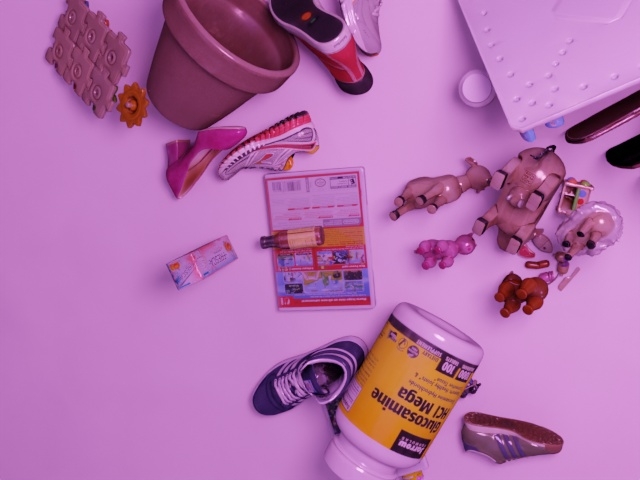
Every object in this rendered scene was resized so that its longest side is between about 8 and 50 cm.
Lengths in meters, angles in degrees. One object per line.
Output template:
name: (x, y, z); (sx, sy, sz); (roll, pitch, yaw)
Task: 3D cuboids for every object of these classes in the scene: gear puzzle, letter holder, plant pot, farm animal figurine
gear puzzle: (-0.427, -0.346, 1.430); (0.339, 0.044, 0.175); (45, 117, 26)
letter holder: (0.521, -0.153, 1.144); (0.215, 0.302, 0.152); (-27, 93, 18)
plant pot: (-0.205, -0.331, 1.347); (0.263, 0.263, 0.229); (47, 126, 2)
farm animal figurine: (0.322, -0.050, 1.279); (0.330, 0.172, 0.326); (45, 137, 10)

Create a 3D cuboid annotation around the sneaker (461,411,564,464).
sneaker: (0.371, 0.402, 1.420); (0.192, 0.064, 0.086); (11, 111, 12)

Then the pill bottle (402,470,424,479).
pill bottle: (0.179, 0.460, 1.486); (0.043, 0.043, 0.083); (-22, 94, 17)

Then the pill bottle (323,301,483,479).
pill bottle: (0.148, 0.301, 1.359); (0.188, 0.188, 0.333); (30, 95, 7)

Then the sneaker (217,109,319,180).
sneaker: (-0.105, -0.166, 1.415); (0.225, 0.088, 0.092); (-23, 106, 23)

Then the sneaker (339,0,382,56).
sneaker: (0.089, -0.470, 1.304); (0.121, 0.099, 0.262); (-12, 99, 12)

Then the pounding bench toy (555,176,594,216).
pounding bench toy: (0.457, -0.077, 1.290); (0.052, 0.083, 0.065); (13, 104, 12)

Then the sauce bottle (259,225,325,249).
sauce bottle: (-0.056, -0.003, 1.432); (0.128, 0.042, 0.042); (-5, 99, 17)

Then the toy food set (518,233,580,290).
toy food set: (0.421, 0.039, 1.355); (0.122, 0.019, 0.078); (37, 107, 5)

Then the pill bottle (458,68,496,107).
pill bottle: (0.279, -0.269, 1.278); (0.067, 0.120, 0.067); (3, 101, 13)

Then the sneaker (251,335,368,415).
sneaker: (-0.042, 0.291, 1.452); (0.282, 0.153, 0.099); (-32, 91, 18)

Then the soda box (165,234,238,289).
soda box: (-0.232, 0.042, 1.436); (0.063, 0.183, 0.058); (-23, 94, 19)

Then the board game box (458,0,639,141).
board game box: (0.439, -0.369, 1.130); (0.390, 0.050, 0.389); (-23, 50, 17)

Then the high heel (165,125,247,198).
high heel: (-0.224, -0.154, 1.416); (0.244, 0.082, 0.117); (-8, 91, 39)

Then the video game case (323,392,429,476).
video game case: (0.110, 0.395, 1.478); (0.173, 0.022, 0.190); (-22, 79, 17)

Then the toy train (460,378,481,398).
toy train: (0.248, 0.314, 1.450); (0.158, 0.027, 0.036); (-29, 81, 18)

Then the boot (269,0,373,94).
boot: (0.004, -0.369, 1.350); (0.088, 0.176, 0.244); (-40, 52, 2)

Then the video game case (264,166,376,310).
video game case: (0.000, 0.000, 1.453); (0.204, 0.025, 0.285); (-3, 100, 15)
